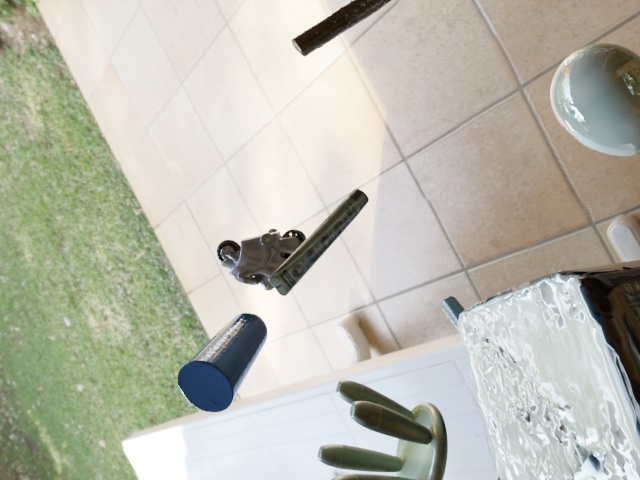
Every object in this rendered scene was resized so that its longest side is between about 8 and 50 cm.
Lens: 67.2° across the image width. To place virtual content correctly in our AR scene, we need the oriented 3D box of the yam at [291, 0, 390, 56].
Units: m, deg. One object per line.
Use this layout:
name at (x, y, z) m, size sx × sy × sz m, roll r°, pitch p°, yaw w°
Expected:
yam at (0.095, -0.412, 0.804) m, size 0.045 × 0.326 × 0.045 m, roll 55°, pitch 180°, yaw -18°

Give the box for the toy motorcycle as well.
toy motorcycle at (-0.158, 0.059, 1.359) m, size 0.260 × 0.110 × 0.171 m, roll -9°, pitch 99°, yaw 4°

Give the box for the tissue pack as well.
tissue pack at (0.399, 0.153, 0.530) m, size 0.253 × 0.416 × 0.264 m, roll 128°, pitch 132°, yaw -63°

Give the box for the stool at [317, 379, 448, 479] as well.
stool at (0.118, 0.392, 0.937) m, size 0.198 × 0.195 × 0.195 m, roll 19°, pitch 87°, yaw -7°

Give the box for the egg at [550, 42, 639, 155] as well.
egg at (0.487, -0.233, 0.817) m, size 0.209 × 0.151 × 0.151 m, roll 49°, pitch 134°, yaw -8°

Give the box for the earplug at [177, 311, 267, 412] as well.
earplug at (-0.209, 0.265, 1.144) m, size 0.132 × 0.273 × 0.133 m, roll 6°, pitch 112°, yaw 15°

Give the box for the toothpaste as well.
toothpaste at (0.000, 0.000, 0.869) m, size 0.039 × 0.239 × 0.062 m, roll 30°, pitch 162°, yaw 42°

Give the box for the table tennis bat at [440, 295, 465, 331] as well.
table tennis bat at (0.335, 0.236, 0.970) m, size 0.329 × 0.044 × 0.215 m, roll -114°, pitch 3°, yaw -50°
